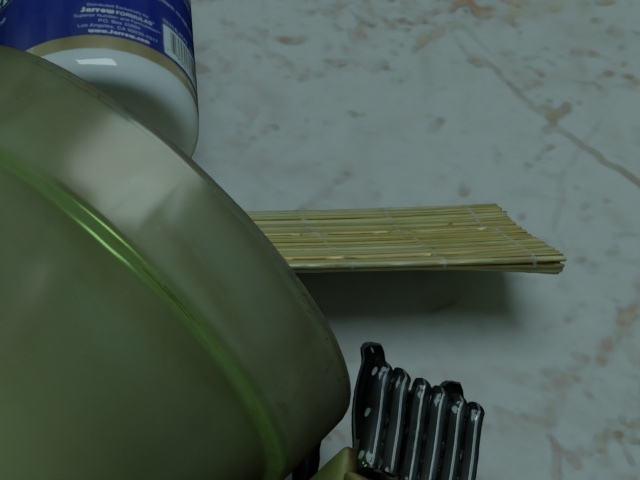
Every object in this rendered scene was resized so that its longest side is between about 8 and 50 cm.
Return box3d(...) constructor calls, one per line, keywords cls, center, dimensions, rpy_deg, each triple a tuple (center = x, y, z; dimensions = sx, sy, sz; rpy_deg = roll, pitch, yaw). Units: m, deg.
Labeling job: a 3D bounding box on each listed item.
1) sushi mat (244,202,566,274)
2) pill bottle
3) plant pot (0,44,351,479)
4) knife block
box3d(cls="sushi mat", center=(0.000, 0.000, 1.379), dimensions=(0.317, 0.019, 0.151), rpy_deg=(-1, 18, -14))
box3d(cls="pill bottle", center=(-0.171, -0.165, 1.445), dimensions=(0.153, 0.153, 0.264), rpy_deg=(3, 48, -10))
box3d(cls="plant pot", center=(-0.192, 0.094, 1.134), dimensions=(0.323, 0.323, 0.280), rpy_deg=(35, 66, 18))
box3d(cls="knife block", center=(0.015, 0.207, 1.199), dimensions=(0.088, 0.242, 0.275), rpy_deg=(26, 90, -17))
